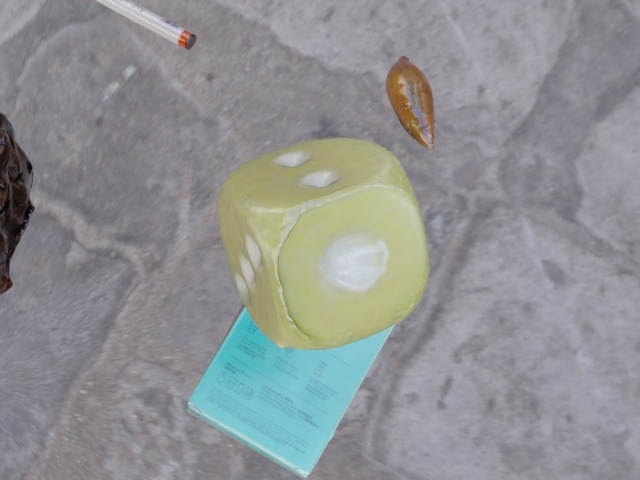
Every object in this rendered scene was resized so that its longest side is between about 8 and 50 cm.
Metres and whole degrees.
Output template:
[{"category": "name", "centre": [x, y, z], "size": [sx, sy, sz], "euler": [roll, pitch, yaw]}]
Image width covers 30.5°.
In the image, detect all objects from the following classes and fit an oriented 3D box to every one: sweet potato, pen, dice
[{"category": "sweet potato", "centre": [0.070, -0.108, 0.897], "size": [0.034, 0.034, 0.095], "euler": [-3, 52, -17]}, {"category": "pen", "centre": [-0.282, -0.339, 1.716], "size": [0.239, 0.028, 0.028], "euler": [30, 74, 18]}, {"category": "dice", "centre": [0.000, 0.000, 1.191], "size": [0.169, 0.169, 0.166], "euler": [-18, 115, -17]}]

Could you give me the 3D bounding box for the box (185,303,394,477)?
[{"category": "box", "centre": [-0.032, 0.156, 1.690], "size": [0.205, 0.118, 0.311], "euler": [31, 79, -5]}]

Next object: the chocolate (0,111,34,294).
[{"category": "chocolate", "centre": [-0.299, 0.021, 0.774], "size": [0.206, 0.224, 0.177], "euler": [33, 34, -48]}]
